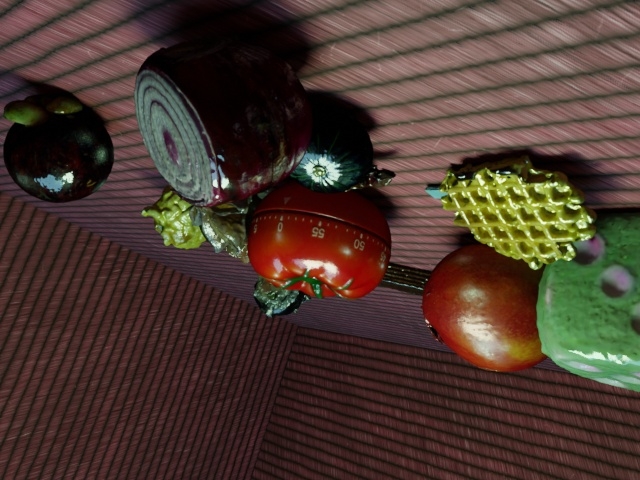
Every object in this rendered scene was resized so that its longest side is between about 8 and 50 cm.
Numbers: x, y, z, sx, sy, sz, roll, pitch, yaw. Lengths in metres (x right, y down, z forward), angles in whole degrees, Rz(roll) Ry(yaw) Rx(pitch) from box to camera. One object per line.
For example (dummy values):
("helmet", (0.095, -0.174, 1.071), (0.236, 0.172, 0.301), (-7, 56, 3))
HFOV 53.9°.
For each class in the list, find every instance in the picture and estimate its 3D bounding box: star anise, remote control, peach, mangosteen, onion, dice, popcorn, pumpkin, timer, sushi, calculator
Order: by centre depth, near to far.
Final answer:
("onion", (-0.160, -0.223, 1.103), (0.337, 0.260, 0.282), (12, 128, 56))
("pumpkin", (0.009, -0.181, 1.253), (0.194, 0.150, 0.194), (6, 160, 2))
("dice", (0.668, 0.138, 1.316), (0.318, 0.322, 0.330), (29, 163, -38))
("star anise", (0.067, -0.136, 1.392), (0.157, 0.053, 0.212), (-13, -164, -9))
("calculator", (0.317, -0.109, 1.411), (0.172, 0.018, 0.057), (2, 157, 44))
("mangosteen", (-0.680, -0.239, 1.632), (0.288, 0.288, 0.288), (16, 165, 5))
("star anise", (-0.271, -0.120, 1.636), (0.118, 0.331, 0.332), (-17, -172, -36))
("peach", (0.450, 0.175, 1.656), (0.370, 0.370, 0.370), (16, 165, 5))
("timer", (0.000, 0.000, 1.657), (0.378, 0.279, 0.378), (13, 164, 4))
("remote control", (-0.127, -0.120, 1.836), (0.074, 0.032, 0.122), (6, 162, 36))
("popcorn", (-0.441, -0.072, 1.986), (0.181, 0.217, 0.235), (47, 147, 27))
("sushi", (-0.171, 0.229, 2.788), (0.238, 0.225, 0.219), (48, 179, 11))

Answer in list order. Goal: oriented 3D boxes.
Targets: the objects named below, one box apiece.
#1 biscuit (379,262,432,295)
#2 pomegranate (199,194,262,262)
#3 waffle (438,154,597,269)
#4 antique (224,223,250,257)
("biscuit", (0.375, 0.152, 2.168), (0.388, 0.073, 0.107), (13, 165, 20))
("pomegranate", (-0.251, -0.036, 1.897), (0.214, 0.214, 0.248), (6, 127, 36))
("waffle", (0.389, -0.063, 1.266), (0.307, 0.060, 0.312), (37, 153, 6))
("antique", (-0.221, 0.001, 1.744), (0.104, 0.104, 0.104), (16, 165, 5))
